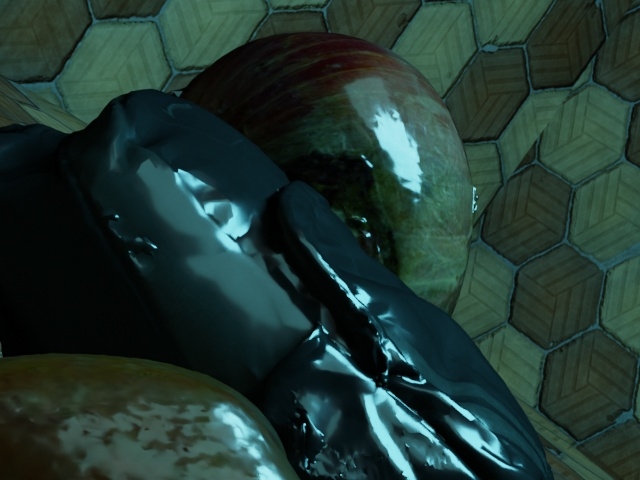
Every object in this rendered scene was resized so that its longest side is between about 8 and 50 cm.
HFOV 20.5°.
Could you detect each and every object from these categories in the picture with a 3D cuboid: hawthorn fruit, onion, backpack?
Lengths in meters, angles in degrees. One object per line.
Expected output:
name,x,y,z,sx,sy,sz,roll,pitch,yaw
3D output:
hawthorn fruit,-0.120,0.127,0.690,0.251,0.199,0.199,18,12,-30
onion,-0.032,0.000,1.477,0.353,0.354,0.353,35,4,-3
backpack,-0.060,0.082,1.155,0.446,0.255,0.363,49,6,2
